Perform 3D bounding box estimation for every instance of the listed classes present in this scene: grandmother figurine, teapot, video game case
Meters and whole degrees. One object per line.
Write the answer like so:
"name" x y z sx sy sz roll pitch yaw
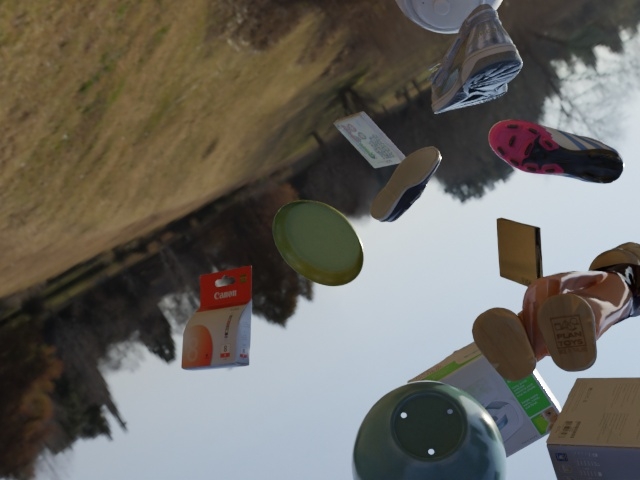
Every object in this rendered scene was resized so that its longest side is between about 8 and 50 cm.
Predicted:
"grandmother figurine" 0.302 0.062 0.956 0.208 0.104 0.342 -6 -174 33
"teapot" 0.239 -0.499 1.678 0.252 0.256 0.187 95 10 -45
"video game case" 0.116 -0.239 2.090 0.019 0.157 0.143 -50 -162 -17

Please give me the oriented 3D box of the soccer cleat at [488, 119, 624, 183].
"soccer cleat" 0.558 -0.212 2.092 0.143 0.331 0.116 -73 180 -71

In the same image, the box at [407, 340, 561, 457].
"box" 0.360 0.351 1.917 0.262 0.231 0.127 -32 -173 10

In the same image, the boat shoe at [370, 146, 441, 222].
"boat shoe" 0.195 -0.121 1.923 0.206 0.075 0.065 -49 141 15

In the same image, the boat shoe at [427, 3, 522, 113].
"boat shoe" 0.245 -0.285 1.436 0.118 0.103 0.320 -14 175 -2

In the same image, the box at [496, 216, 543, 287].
"box" 0.514 0.032 2.255 0.021 0.164 0.201 -8 -170 -15

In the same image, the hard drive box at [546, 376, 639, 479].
"hard drive box" 0.484 0.290 1.314 0.232 0.089 0.181 -7 -158 36

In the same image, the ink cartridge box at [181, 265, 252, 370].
"ink cartridge box" -0.185 0.139 1.557 0.145 0.179 0.045 -12 164 41

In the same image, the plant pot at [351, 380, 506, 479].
"plant pot" 0.194 0.368 1.569 0.290 0.290 0.195 -34 148 -16

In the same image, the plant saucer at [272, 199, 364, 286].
"plant saucer" 0.000 0.000 2.038 0.241 0.241 0.037 -28 -165 45
